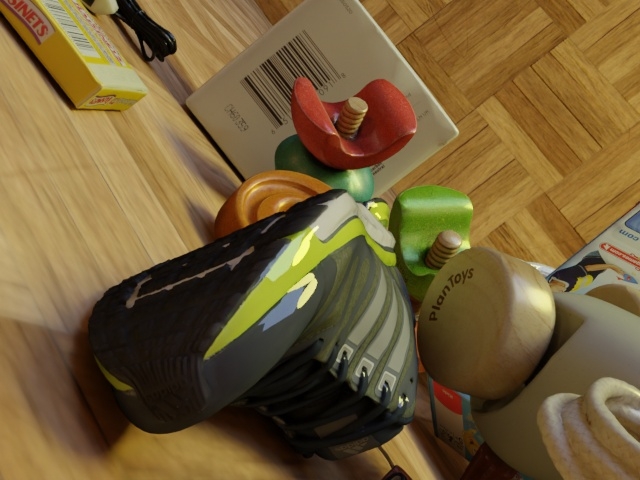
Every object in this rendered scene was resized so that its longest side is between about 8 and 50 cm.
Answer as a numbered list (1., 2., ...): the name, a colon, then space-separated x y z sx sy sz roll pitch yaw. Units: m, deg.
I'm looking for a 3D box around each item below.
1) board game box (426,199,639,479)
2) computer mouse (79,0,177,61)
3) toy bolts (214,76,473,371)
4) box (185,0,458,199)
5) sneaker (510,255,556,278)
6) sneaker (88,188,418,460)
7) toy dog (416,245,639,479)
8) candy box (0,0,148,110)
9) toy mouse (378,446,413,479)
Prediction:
1. board game box: 0.302 0.127 0.778 0.308 0.302 0.086 34 -33 40
2. computer mouse: -0.187 -0.220 0.775 0.106 0.042 0.193 56 9 20
3. toy bolts: 0.000 0.000 0.736 0.218 0.158 0.228 1 49 -25
4. box: 0.003 -0.117 0.895 0.182 0.181 0.119 51 9 -6
5. sneaker: 0.235 0.116 1.048 0.323 0.130 0.236 37 -16 -35
6. sneaker: -0.002 0.048 0.453 0.121 0.111 0.300 67 17 3
7. toy dog: 0.153 0.131 0.480 0.220 0.161 0.334 21 15 -8
8. candy box: -0.191 -0.169 0.594 0.206 0.027 0.105 52 6 -3
9. toy mouse: 0.067 0.178 0.516 0.161 0.031 0.143 51 8 -5
